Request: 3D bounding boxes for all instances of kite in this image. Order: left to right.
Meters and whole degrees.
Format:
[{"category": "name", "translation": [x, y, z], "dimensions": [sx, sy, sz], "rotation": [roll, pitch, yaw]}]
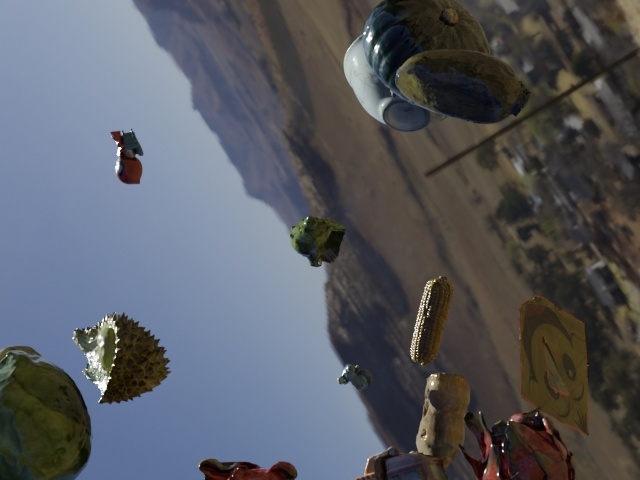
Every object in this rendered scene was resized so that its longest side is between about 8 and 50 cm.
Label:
[{"category": "kite", "translation": [0.513, 0.272, 1.968], "dimensions": [0.377, 0.013, 0.327], "rotation": [-24, -90, -51]}]

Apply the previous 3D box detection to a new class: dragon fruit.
[{"category": "dragon fruit", "translation": [-0.149, 0.586, 1.992], "dimensions": [0.307, 0.227, 0.243], "rotation": [13, -170, -26]}, {"category": "dragon fruit", "translation": [0.379, 0.422, 1.716], "dimensions": [0.274, 0.192, 0.193], "rotation": [58, 180, -25]}]

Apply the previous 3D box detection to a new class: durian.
[{"category": "durian", "translation": [-0.426, 0.245, 1.945], "dimensions": [0.306, 0.166, 0.172], "rotation": [31, 168, 50]}]

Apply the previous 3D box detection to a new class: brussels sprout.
[{"category": "brussels sprout", "translation": [-0.514, 0.312, 1.596], "dimensions": [0.271, 0.210, 0.219], "rotation": [55, 172, 32]}]

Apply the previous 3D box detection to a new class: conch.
[{"category": "conch", "translation": [0.000, 0.000, 1.410], "dimensions": [0.121, 0.089, 0.074], "rotation": [72, -171, -47]}]

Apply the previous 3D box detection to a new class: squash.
[{"category": "squash", "translation": [0.173, -0.318, 1.516], "dimensions": [0.218, 0.218, 0.172], "rotation": [57, 147, 2]}]

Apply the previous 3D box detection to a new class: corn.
[{"category": "corn", "translation": [0.249, 0.178, 2.048], "dimensions": [0.068, 0.207, 0.068], "rotation": [16, 178, 1]}]

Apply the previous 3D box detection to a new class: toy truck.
[{"category": "toy truck", "translation": [0.074, 0.416, 1.444], "dimensions": [0.114, 0.270, 0.135], "rotation": [29, -138, -62]}]

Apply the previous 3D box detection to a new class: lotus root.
[{"category": "lotus root", "translation": [0.183, -0.202, 1.178], "dimensions": [0.179, 0.080, 0.089], "rotation": [17, 142, 19]}]

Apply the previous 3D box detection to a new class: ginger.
[{"category": "ginger", "translation": [0.318, 0.476, 2.385], "dimensions": [0.190, 0.126, 0.354], "rotation": [-73, -13, -59]}]

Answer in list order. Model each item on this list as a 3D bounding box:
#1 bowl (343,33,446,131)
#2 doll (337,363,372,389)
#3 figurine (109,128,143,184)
[{"category": "bowl", "translation": [0.202, -0.337, 2.084], "dimensions": [0.313, 0.313, 0.146], "rotation": [57, -145, -54]}, {"category": "doll", "translation": [0.097, 0.356, 2.401], "dimensions": [0.083, 0.076, 0.050], "rotation": [31, -144, -4]}, {"category": "figurine", "translation": [-0.473, -0.202, 2.257], "dimensions": [0.068, 0.075, 0.140], "rotation": [-131, 33, -62]}]
